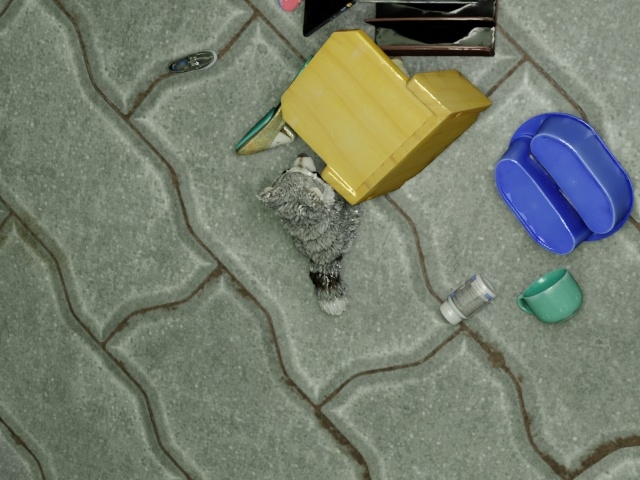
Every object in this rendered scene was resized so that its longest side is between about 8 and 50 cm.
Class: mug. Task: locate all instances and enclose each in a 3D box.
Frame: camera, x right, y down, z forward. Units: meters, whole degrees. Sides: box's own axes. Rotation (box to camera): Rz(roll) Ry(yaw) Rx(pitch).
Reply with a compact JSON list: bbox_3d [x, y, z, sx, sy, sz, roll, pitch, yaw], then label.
[{"bbox_3d":[0.579,0.144,1.858,0.129,0.158,0.097,-36,93,-5],"label":"mug"}]

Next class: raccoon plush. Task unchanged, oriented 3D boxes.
[{"bbox_3d":[0.000,0.000,1.895,0.216,0.299,0.447,-18,96,18],"label":"raccoon plush"}]

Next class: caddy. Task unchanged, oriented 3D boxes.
[{"bbox_3d":[0.579,-0.137,1.768,0.241,0.179,0.341,-37,90,42],"label":"caddy"}]

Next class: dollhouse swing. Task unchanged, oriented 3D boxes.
[{"bbox_3d":[0.142,-0.315,1.782,0.305,0.315,0.347,54,128,11],"label":"dollhouse swing"}]

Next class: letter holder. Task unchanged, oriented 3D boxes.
[{"bbox_3d":[0.257,-0.516,1.760,0.301,0.214,0.152,4,102,16],"label":"letter holder"}]

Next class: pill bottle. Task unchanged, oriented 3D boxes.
[{"bbox_3d":[0.381,0.154,1.932,0.137,0.078,0.078,-41,88,19],"label":"pill bottle"}]

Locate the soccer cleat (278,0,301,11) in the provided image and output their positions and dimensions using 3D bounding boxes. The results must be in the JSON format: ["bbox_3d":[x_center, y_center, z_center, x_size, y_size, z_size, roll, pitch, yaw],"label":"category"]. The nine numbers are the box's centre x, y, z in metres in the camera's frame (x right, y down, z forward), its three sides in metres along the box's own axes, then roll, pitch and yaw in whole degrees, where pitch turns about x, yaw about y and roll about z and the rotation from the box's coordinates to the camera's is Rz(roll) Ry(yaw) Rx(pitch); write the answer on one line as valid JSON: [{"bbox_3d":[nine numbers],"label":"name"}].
[{"bbox_3d":[-0.083,-0.715,1.901,0.095,0.083,0.248,22,114,42],"label":"soccer cleat"}]

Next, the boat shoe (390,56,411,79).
[{"bbox_3d":[0.096,-0.358,1.867,0.285,0.104,0.089,-29,91,2],"label":"boat shoe"}]

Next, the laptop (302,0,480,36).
[{"bbox_3d":[0.158,-0.688,1.725,0.236,0.408,0.382,8,83,-26],"label":"laptop"}]

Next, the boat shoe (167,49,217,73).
[{"bbox_3d":[-0.350,-0.484,2.034,0.142,0.040,0.049,-13,97,18],"label":"boat shoe"}]

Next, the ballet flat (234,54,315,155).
[{"bbox_3d":[-0.085,-0.326,1.958,0.123,0.123,0.348,44,109,4],"label":"ballet flat"}]
